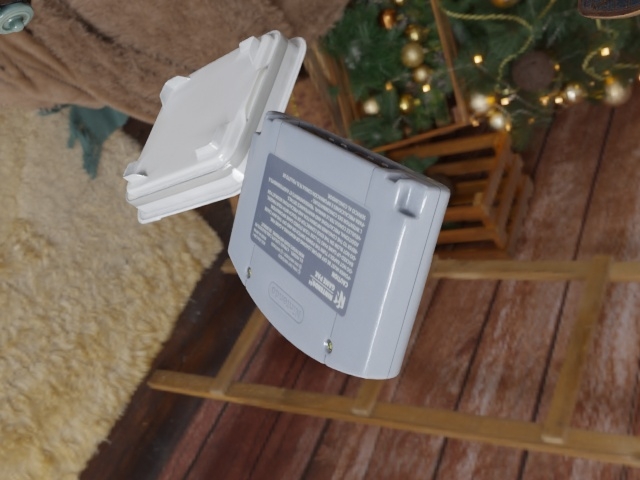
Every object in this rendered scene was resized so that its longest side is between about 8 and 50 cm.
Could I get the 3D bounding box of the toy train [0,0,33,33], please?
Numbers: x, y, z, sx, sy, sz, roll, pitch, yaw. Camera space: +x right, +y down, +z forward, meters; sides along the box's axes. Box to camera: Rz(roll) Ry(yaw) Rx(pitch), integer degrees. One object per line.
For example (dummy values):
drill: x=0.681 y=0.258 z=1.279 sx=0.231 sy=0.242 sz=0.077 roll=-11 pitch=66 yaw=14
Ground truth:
toy train: x=-0.576 y=-0.403 z=1.187 sx=0.334 sy=0.190 sz=0.142 roll=-32 pitch=87 yaw=-41

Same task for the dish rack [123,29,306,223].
dish rack: x=-0.179 y=-0.181 z=1.154 sx=0.072 sy=0.333 sz=0.285 roll=36 pitch=59 yaw=-34

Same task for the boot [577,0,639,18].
boot: x=0.388 y=-0.276 z=0.817 sx=0.106 sy=0.219 sz=0.082 roll=8 pitch=87 yaw=-25

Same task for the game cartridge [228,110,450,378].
game cartridge: x=0.000 y=0.000 z=0.733 sx=0.062 sy=0.297 sz=0.198 roll=-1 pitch=111 yaw=-31
